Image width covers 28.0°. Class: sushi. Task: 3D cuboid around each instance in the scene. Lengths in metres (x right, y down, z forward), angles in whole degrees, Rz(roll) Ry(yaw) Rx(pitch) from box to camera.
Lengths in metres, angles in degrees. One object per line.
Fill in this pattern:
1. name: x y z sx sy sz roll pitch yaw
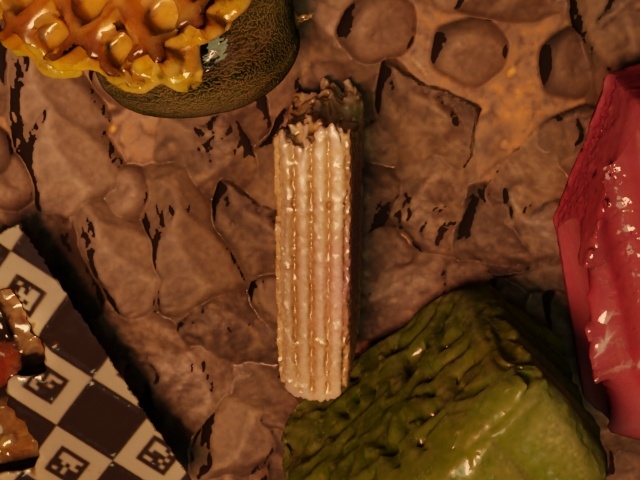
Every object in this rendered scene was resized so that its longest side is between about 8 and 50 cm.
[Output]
1. sushi: -0.295 0.149 1.113 0.294 0.059 0.292 -24 109 12

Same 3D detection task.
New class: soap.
1. soap: 0.299 0.019 0.996 0.220 0.127 0.325 -12 113 8

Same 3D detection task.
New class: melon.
1. melon: -0.087 -0.147 0.948 0.167 0.114 0.114 -10 112 6

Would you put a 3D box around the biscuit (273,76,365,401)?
1. biscuit: 0.000 0.000 1.011 0.061 0.108 0.239 4 114 7

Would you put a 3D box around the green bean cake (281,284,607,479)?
1. green bean cake: 0.092 0.160 1.015 0.248 0.222 0.125 -38 114 10

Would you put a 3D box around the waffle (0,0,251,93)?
1. waffle: -0.144 -0.224 0.896 0.237 0.059 0.243 7 78 20
